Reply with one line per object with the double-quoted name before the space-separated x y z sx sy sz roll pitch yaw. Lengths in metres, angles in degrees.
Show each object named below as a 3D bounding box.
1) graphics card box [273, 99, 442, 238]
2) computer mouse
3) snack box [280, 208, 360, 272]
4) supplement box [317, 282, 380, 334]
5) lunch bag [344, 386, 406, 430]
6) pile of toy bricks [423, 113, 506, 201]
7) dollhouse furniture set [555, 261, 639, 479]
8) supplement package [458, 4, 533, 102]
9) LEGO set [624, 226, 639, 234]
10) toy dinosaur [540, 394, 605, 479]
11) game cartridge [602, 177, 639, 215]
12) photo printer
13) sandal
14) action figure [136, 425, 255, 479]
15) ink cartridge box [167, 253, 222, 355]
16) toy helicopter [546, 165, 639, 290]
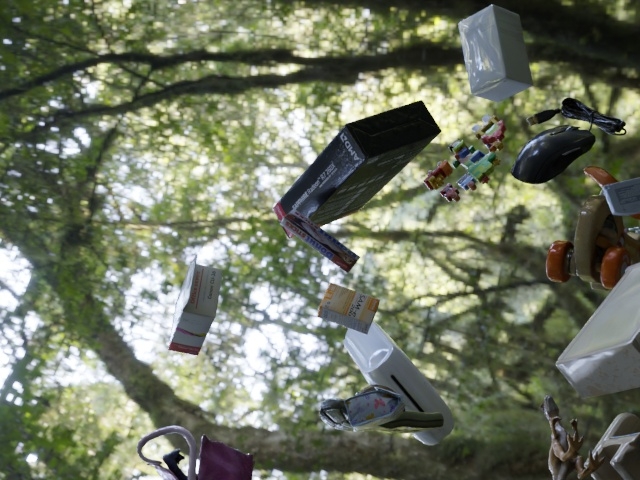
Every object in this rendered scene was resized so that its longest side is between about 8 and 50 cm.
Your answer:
"graphics card box" 0.073 -0.151 1.942 0.232 0.371 0.094 -22 -102 -36
"computer mouse" 0.463 -0.217 1.778 0.262 0.184 0.060 -30 -51 -16
"snack box" 0.000 0.000 1.869 0.022 0.178 0.064 -56 -4 26
"supplement box" 0.051 0.123 1.604 0.036 0.098 0.062 99 -167 -49
"lunch bag" 0.083 0.244 1.301 0.071 0.083 0.053 56 -161 -71
"pile of toy bricks" 0.340 -0.162 1.939 0.212 0.105 0.118 -43 -50 1
"dollhouse furniture set" 0.576 0.237 1.300 0.394 0.362 0.256 50 -122 -3
"supplement package" 0.395 -0.420 1.999 0.105 0.105 0.179 6 -109 -43
"LEGO set" 0.825 -0.046 2.170 0.287 0.132 0.107 -14 -74 -54
"toy dinosaur" 0.355 0.331 1.297 0.064 0.112 0.212 20 -119 -14
"game cartridge" 0.495 -0.069 1.410 0.083 0.017 0.056 -12 -109 -15
"photo printer" 0.179 0.324 2.030 0.107 0.307 0.256 -40 -77 -1
"sandal" 0.115 0.325 1.717 0.302 0.120 0.086 14 -112 -41
"action figure" -0.218 0.584 1.869 0.370 0.248 0.276 -107 -10 -48
"ink cartridge box" -0.241 0.126 1.725 0.198 0.067 0.115 119 160 -51
"toy helicopter" 0.594 -0.012 1.796 0.355 0.140 0.235 13 -95 -53
